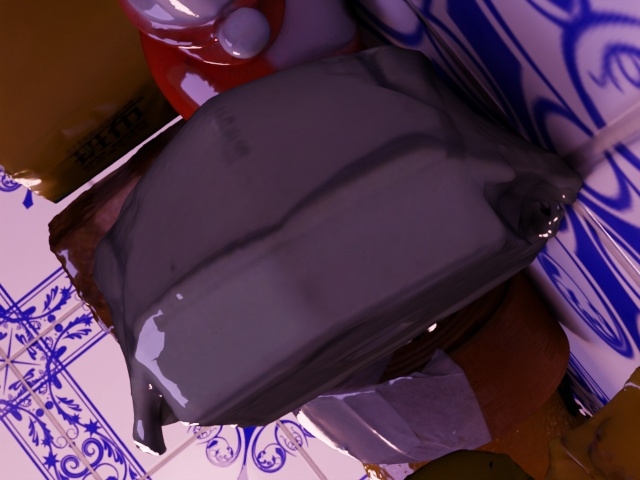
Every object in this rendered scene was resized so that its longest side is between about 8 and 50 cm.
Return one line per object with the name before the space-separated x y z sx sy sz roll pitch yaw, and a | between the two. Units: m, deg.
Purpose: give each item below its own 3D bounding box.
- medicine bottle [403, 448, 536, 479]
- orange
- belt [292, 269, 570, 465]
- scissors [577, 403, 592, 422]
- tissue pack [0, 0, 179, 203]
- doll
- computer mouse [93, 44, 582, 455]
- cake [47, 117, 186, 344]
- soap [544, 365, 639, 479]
medicine bottle | 0.122 0.224 0.601 0.239 0.124 0.124 52 179 -17
orange | 0.147 0.189 1.046 0.236 0.236 0.236 51 180 1
belt | 0.066 0.089 0.858 0.261 0.184 0.105 -4 132 51
scissors | 0.333 0.266 1.039 0.300 0.022 0.109 52 176 22
tissue pack | -0.182 -0.184 0.875 0.192 0.271 0.134 50 175 15
doll | -0.043 -0.126 0.654 0.161 0.130 0.290 49 -176 21
computer mouse | -0.002 -0.002 0.574 0.145 0.228 0.429 56 -178 10
cake | -0.065 -0.021 0.908 0.196 0.293 0.199 53 174 -12
soap | 0.254 0.221 0.540 0.324 0.096 0.204 51 180 35
